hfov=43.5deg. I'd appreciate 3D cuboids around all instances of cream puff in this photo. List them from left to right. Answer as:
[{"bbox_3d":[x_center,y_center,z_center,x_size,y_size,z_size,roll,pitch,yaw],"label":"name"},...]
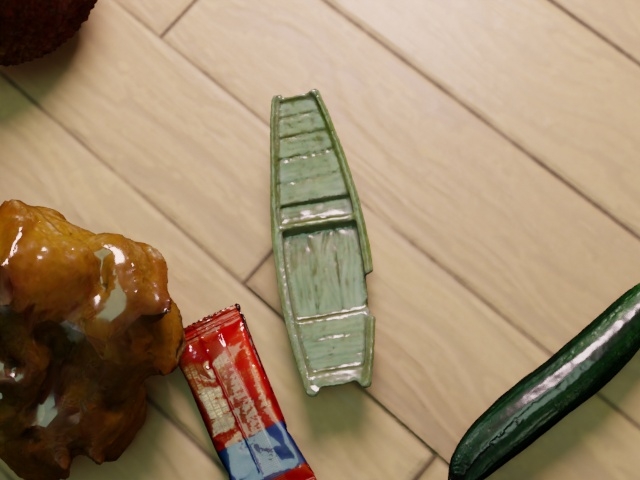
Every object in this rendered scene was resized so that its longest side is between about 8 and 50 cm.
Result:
[{"bbox_3d":[-0.245,0.082,0.699,0.269,0.155,0.241,38,88,-29],"label":"cream puff"}]

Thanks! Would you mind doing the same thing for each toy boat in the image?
[{"bbox_3d":[0.000,0.000,0.774,0.093,0.055,0.293,-9,78,4],"label":"toy boat"}]

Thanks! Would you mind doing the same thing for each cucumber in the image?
[{"bbox_3d":[0.218,0.128,0.726,0.284,0.056,0.056,-41,77,-5],"label":"cucumber"}]

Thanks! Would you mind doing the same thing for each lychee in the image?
[{"bbox_3d":[-0.314,-0.271,0.801,0.194,0.194,0.194,-1,78,5],"label":"lychee"}]

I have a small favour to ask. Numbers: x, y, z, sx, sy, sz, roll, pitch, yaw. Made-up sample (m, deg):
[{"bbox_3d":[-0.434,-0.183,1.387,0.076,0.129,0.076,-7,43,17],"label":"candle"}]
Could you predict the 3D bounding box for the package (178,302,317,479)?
[{"bbox_3d":[-0.075,0.165,0.761,0.083,0.022,0.200,-26,76,0],"label":"package"}]
